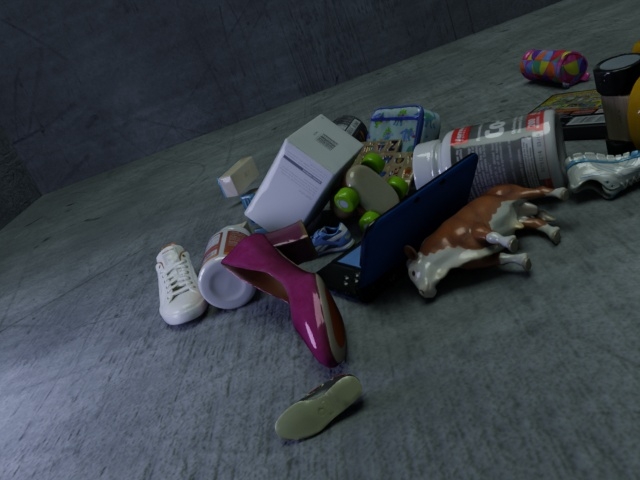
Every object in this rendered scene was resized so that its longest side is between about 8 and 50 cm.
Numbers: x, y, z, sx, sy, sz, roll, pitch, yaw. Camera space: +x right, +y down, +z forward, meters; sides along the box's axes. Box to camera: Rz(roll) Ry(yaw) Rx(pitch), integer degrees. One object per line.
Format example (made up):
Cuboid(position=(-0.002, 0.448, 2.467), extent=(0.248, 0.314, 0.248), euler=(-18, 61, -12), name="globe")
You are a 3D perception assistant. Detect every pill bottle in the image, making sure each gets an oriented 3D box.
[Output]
Cuboid(position=(-0.193, 0.048, 1.320), extent=(0.121, 0.121, 0.216), euler=(-20, 22, 5), name="pill bottle")
Cuboid(position=(0.342, -0.159, 1.243), extent=(0.283, 0.161, 0.161), euler=(-8, 26, 29), name="pill bottle")
Cuboid(position=(0.055, -0.273, 1.807), extent=(0.130, 0.131, 0.246), euler=(-11, 25, 24), name="pill bottle")

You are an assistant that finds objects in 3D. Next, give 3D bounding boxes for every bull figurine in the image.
Cuboid(position=(0.286, -0.010, 1.048), extent=(0.188, 0.101, 0.310), euler=(10, 40, 46), name="bull figurine")

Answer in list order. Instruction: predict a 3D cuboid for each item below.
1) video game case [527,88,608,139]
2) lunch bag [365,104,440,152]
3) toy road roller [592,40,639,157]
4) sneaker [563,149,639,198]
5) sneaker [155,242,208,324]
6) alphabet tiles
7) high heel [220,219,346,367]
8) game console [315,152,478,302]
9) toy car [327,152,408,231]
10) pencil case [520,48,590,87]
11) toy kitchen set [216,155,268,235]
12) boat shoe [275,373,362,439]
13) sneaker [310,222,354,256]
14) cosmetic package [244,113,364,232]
Cuboid(position=(0.634, -0.310, 1.493), extent=(0.248, 0.035, 0.274), euler=(-36, 26, -30), name="video game case")
Cuboid(position=(0.206, -0.264, 1.583), extent=(0.090, 0.176, 0.219), euler=(10, 4, -32), name="lunch bag")
Cuboid(position=(0.697, -0.276, 1.137), extent=(0.329, 0.203, 0.240), euler=(-30, 25, -18), name="toy road roller")
Cuboid(position=(0.547, -0.114, 1.111), extent=(0.190, 0.071, 0.083), euler=(-3, 63, 20), name="sneaker")
Cuboid(position=(-0.325, 0.087, 1.353), extent=(0.105, 0.123, 0.290), euler=(-24, 24, -10), name="sneaker")
Cuboid(position=(0.138, -0.163, 1.506), extent=(0.237, 0.009, 0.198), euler=(5, 67, 47), name="alphabet tiles")
Cuboid(position=(-0.072, 0.107, 1.054), extent=(0.181, 0.127, 0.377), euler=(-25, 31, 3), name="high heel")
Cuboid(position=(0.133, -0.035, 1.144), extent=(0.293, 0.174, 0.250), euler=(-33, 25, -27), name="game console")
Cuboid(position=(0.080, -0.082, 1.401), extent=(0.155, 0.149, 0.188), euler=(-53, 11, -34), name="toy car")
Cuboid(position=(0.698, -0.521, 1.834), extent=(0.104, 0.105, 0.236), euler=(-23, 24, -4), name="pencil case")
Cuboid(position=(-0.222, -0.075, 1.508), extent=(0.166, 0.207, 0.122), euler=(-10, 24, 26), name="toy kitchen set")
Cuboid(position=(-0.002, 0.230, 0.842), extent=(0.133, 0.049, 0.042), euler=(-32, -4, -7), name="boat shoe")
Cuboid(position=(0.000, 0.000, 1.333), extent=(0.144, 0.059, 0.053), euler=(-16, 25, 15), name="sneaker")
Cuboid(position=(-0.035, -0.144, 1.434), extent=(0.225, 0.138, 0.224), euler=(-55, -3, 33), name="cosmetic package")
